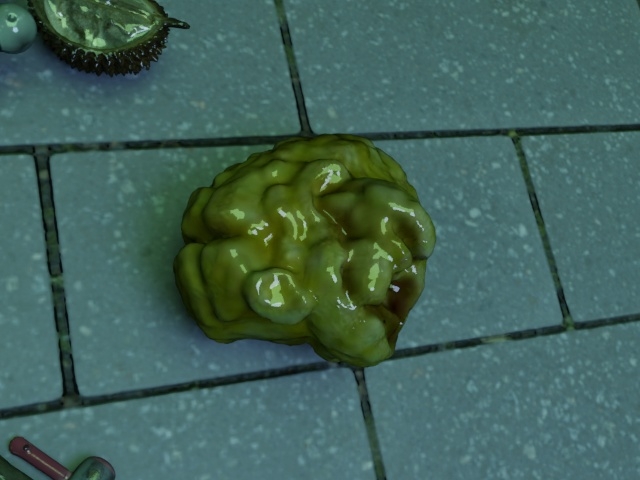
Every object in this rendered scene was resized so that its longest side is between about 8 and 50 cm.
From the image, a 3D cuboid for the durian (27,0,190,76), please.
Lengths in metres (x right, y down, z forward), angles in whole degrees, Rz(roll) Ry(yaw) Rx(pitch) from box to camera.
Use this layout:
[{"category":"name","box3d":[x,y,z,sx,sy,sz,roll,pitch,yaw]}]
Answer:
[{"category":"durian","box3d":[-0.186,-0.187,0.764,0.140,0.071,0.111,10,62,-4]}]

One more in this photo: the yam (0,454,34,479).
[{"category":"yam","box3d":[-0.341,0.112,0.586,0.371,0.083,0.083,38,61,-6]}]

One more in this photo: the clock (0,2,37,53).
[{"category":"clock","box3d":[-0.325,-0.198,0.675,0.199,0.146,0.243,9,75,-14]}]

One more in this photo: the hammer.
[{"category":"hammer","box3d":[-0.200,0.175,0.652,0.083,0.031,0.052,33,59,4]}]

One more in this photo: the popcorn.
[{"category":"popcorn","box3d":[0.000,0.000,0.700,0.226,0.203,0.200,13,76,-37]}]
